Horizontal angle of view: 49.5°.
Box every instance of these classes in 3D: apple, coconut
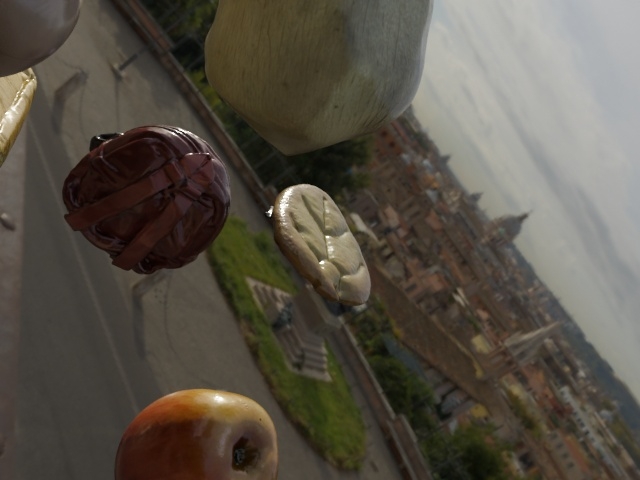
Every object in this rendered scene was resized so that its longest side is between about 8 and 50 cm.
[{"bbox_3d":[-0.188,0.356,1.087,0.242,0.241,0.242,31,42,-33],"label":"apple"},{"bbox_3d":[-0.001,-0.176,0.632,0.224,0.224,0.224,51,13,-16],"label":"coconut"}]

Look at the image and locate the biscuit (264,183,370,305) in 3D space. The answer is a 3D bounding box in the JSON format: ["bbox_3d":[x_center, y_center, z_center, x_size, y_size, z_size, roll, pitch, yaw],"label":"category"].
[{"bbox_3d":[0.003,-0.004,1.080,0.203,0.041,0.260,32,30,-25],"label":"biscuit"}]

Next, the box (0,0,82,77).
[{"bbox_3d":[-0.238,-0.190,0.416,0.200,0.145,0.088,51,49,-32],"label":"box"}]

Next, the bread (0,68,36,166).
[{"bbox_3d":[-0.384,-0.145,0.725,0.153,0.119,0.288,57,5,-32],"label":"bread"}]

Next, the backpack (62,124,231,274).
[{"bbox_3d":[-0.230,-0.061,0.961,0.229,0.229,0.139,50,21,-18],"label":"backpack"}]
